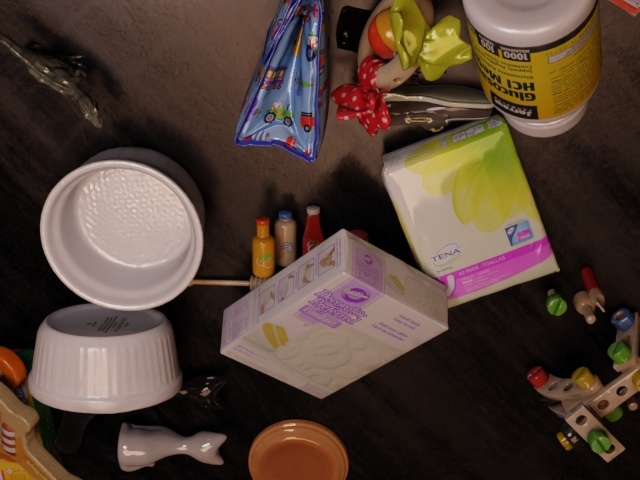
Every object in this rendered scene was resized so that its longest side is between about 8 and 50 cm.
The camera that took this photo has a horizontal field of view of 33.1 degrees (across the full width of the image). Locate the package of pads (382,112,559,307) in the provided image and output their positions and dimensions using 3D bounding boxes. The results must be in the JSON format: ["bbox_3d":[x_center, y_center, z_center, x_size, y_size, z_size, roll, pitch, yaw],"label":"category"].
[{"bbox_3d":[0.252,-0.046,1.842,0.229,0.101,0.296,-20,111,10],"label":"package of pads"}]

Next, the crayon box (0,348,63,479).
[{"bbox_3d":[-0.609,0.350,2.075,0.165,0.081,0.278,-3,114,4],"label":"crayon box"}]

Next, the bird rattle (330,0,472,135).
[{"bbox_3d":[0.118,-0.290,1.674,0.143,0.207,0.253,15,147,-22],"label":"bird rattle"}]

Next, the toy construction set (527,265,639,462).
[{"bbox_3d":[0.493,0.231,1.877,0.257,0.237,0.308,-13,112,9],"label":"toy construction set"}]

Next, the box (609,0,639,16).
[{"bbox_3d":[0.381,-0.484,1.616,0.300,0.142,0.154,27,112,-8],"label":"box"}]

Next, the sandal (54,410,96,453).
[{"bbox_3d":[-0.469,0.335,2.085,0.067,0.040,0.179,24,116,-8],"label":"sandal"}]

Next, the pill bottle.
[{"bbox_3d":[0.323,-0.293,1.605,0.188,0.188,0.334,-15,153,10],"label":"pill bottle"}]

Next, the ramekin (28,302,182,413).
[{"bbox_3d":[-0.380,0.198,1.904,0.273,0.273,0.127,2,103,2],"label":"ramekin"}]

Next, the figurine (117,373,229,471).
[{"bbox_3d":[-0.281,0.343,2.056,0.209,0.092,0.214,2,115,-2],"label":"figurine"}]

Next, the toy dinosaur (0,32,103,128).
[{"bbox_3d":[-0.454,-0.288,1.763,0.268,0.118,0.064,32,112,-10],"label":"toy dinosaur"}]

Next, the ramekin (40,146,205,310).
[{"bbox_3d":[-0.331,-0.029,1.862,0.277,0.135,0.277,1,113,2],"label":"ramekin"}]

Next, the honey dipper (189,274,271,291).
[{"bbox_3d":[-0.169,0.076,1.960,0.161,0.030,0.030,3,114,6],"label":"honey dipper"}]

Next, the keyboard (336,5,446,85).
[{"bbox_3d":[0.117,-0.317,1.773,0.192,0.038,0.100,14,91,-1],"label":"keyboard"}]

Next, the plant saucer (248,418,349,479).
[{"bbox_3d":[-0.044,0.444,2.110,0.200,0.037,0.200,1,115,2],"label":"plant saucer"}]

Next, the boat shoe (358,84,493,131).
[{"bbox_3d":[0.175,-0.218,1.784,0.228,0.081,0.068,6,117,8],"label":"boat shoe"}]

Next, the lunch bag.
[{"bbox_3d":[-0.032,-0.304,1.676,0.138,0.221,0.293,13,114,-2],"label":"lunch bag"}]

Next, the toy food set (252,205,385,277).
[{"bbox_3d":[0.000,0.000,1.869,0.232,0.111,0.104,1,114,2],"label":"toy food set"}]

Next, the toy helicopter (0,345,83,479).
[{"bbox_3d":[-0.557,0.379,1.960,0.355,0.140,0.235,46,131,-4],"label":"toy helicopter"}]

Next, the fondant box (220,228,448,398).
[{"bbox_3d":[0.019,0.136,1.846,0.238,0.096,0.330,29,134,-30],"label":"fondant box"}]
